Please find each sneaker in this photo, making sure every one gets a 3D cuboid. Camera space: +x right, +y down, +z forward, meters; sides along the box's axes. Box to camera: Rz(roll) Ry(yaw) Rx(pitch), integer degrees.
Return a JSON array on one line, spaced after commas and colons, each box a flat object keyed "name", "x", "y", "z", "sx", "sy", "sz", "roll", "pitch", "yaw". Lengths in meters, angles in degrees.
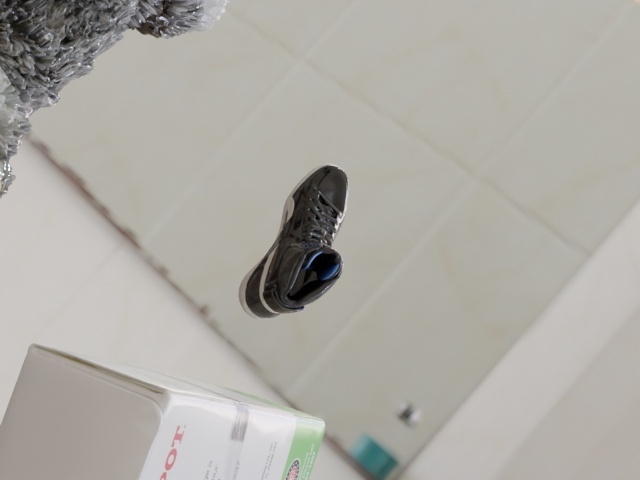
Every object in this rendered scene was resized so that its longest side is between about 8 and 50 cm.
[{"name": "sneaker", "x": 0.000, "y": 0.000, "z": 1.969, "sx": 0.079, "sy": 0.217, "sz": 0.121, "roll": 40, "pitch": -25, "yaw": -24}]

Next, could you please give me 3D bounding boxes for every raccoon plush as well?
[{"name": "raccoon plush", "x": -0.258, "y": -0.157, "z": 1.701, "sx": 0.446, "sy": 0.299, "sz": 0.216, "roll": 5, "pitch": -4, "yaw": -36}]

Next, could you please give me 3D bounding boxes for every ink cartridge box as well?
[{"name": "ink cartridge box", "x": -0.128, "y": 0.201, "z": 1.232, "sx": 0.121, "sy": 0.211, "sz": 0.289, "roll": 18, "pitch": -4, "yaw": 24}]
